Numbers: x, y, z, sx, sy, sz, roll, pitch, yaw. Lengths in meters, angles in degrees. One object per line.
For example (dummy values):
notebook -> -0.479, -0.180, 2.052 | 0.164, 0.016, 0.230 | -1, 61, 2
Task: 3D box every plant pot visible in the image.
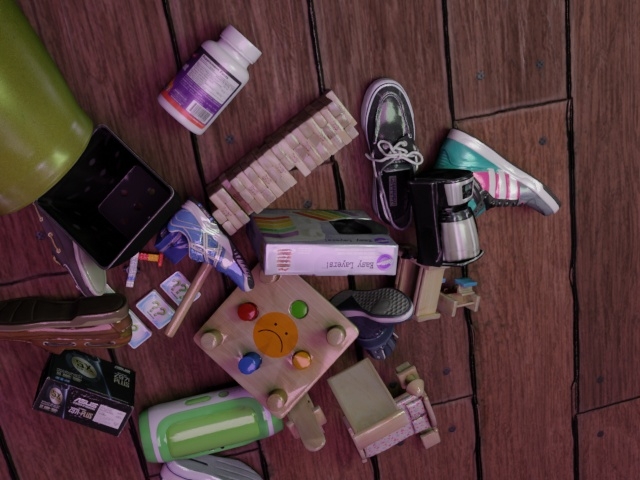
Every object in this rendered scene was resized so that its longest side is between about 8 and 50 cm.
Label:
plant pot -> -0.577, -0.237, 1.214 | 0.366, 0.366, 0.353 | -38, 124, 3
plant pot -> -0.366, -0.069, 1.373 | 0.187, 0.167, 0.188 | 42, 92, 9

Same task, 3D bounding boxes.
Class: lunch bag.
lunch bag -> -0.288, -0.005, 1.474 | 0.067, 0.098, 0.065 | -41, 110, 15

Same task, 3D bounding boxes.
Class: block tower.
block tower -> -0.079, -0.156, 1.471 | 0.335, 0.097, 0.091 | -39, 114, 2

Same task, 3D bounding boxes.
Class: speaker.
speaker -> -0.235, 0.392, 1.618 | 0.297, 0.131, 0.131 | -12, 112, -9

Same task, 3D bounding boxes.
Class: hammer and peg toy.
hammer and peg toy -> -0.136, 0.164, 1.542 | 0.361, 0.127, 0.266 | 41, 96, 4

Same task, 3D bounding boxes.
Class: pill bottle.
pill bottle -> -0.202, -0.300, 1.382 | 0.108, 0.108, 0.193 | 40, 97, -22

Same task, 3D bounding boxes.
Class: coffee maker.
coffee maker -> 0.225, -0.045, 1.465 | 0.171, 0.120, 0.178 | -5, 105, 19

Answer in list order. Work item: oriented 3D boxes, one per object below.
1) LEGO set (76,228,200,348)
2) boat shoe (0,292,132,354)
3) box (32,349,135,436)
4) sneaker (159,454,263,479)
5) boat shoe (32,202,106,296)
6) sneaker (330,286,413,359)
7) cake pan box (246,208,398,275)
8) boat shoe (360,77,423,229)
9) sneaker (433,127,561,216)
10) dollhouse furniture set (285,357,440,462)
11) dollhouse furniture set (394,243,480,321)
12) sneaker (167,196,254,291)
LEGO set -> -0.385, 0.088, 1.512 | 0.182, 0.060, 0.244 | -38, 113, -2
boat shoe -> -0.529, 0.178, 1.473 | 0.308, 0.110, 0.104 | -2, 118, 0
box -> -0.476, 0.303, 1.519 | 0.180, 0.147, 0.077 | 25, 102, -19
sneaker -> -0.244, 0.548, 1.704 | 0.258, 0.094, 0.091 | 29, 119, -16
boat shoe -> -0.479, 0.007, 1.424 | 0.069, 0.081, 0.227 | -22, 88, 12
sneaker -> 0.141, 0.182, 1.590 | 0.086, 0.226, 0.163 | -49, 117, -27
cake pan box -> 0.000, 0.000, 1.463 | 0.267, 0.245, 0.070 | 1, 110, -13
boat shoe -> 0.146, -0.170, 1.510 | 0.113, 0.105, 0.306 | -4, 111, -11
sneaker -> 0.351, -0.088, 1.574 | 0.296, 0.124, 0.178 | 31, 95, -13
dollhouse furniture set -> 0.125, 0.452, 1.643 | 0.303, 0.173, 0.355 | -27, 129, -5
dollhouse furniture set -> 0.248, 0.084, 1.633 | 0.184, 0.129, 0.129 | -5, 112, -37
sneaker -> -0.206, 0.020, 1.429 | 0.081, 0.080, 0.211 | -40, 95, -6
